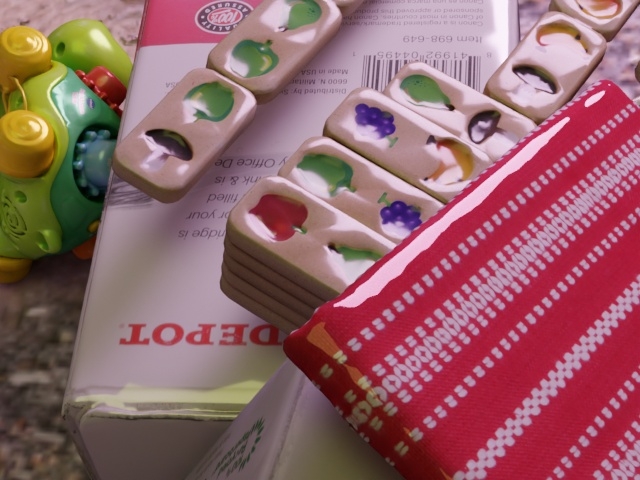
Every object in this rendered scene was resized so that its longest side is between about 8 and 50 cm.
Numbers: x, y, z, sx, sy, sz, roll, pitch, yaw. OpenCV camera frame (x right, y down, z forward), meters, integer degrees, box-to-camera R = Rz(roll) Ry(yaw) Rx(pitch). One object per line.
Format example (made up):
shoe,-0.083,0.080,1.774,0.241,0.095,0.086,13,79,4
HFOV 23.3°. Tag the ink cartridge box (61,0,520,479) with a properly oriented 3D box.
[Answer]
ink cartridge box,0.000,0.000,0.614,0.158,0.092,0.218,0,51,8

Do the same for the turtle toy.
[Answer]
turtle toy,-0.113,-0.046,0.677,0.066,0.095,0.130,4,51,-15

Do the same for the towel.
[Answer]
towel,0.135,0.085,0.452,0.275,0.031,0.199,46,41,6

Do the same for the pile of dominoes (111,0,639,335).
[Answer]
pile of dominoes,0.064,-0.055,0.566,0.196,0.040,0.251,31,55,13

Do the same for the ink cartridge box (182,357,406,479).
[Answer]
ink cartridge box,-0.057,0.215,0.401,0.069,0.176,0.371,27,55,-8
